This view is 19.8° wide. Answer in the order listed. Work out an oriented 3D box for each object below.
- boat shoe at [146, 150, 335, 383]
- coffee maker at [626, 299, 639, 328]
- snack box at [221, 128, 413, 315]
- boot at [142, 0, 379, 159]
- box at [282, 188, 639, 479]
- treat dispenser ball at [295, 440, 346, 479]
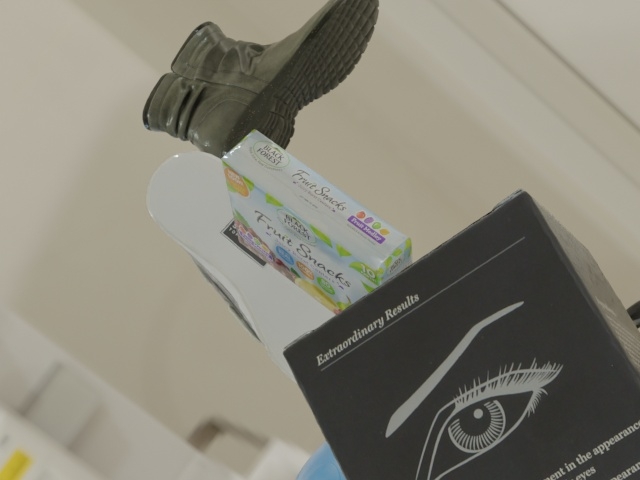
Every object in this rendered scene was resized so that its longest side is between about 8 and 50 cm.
[{"bbox_3d":[-0.031,0.044,1.564,0.108,0.102,0.301,-47,63,-7],"label":"boat shoe"},{"bbox_3d":[0.246,0.135,1.402,0.120,0.178,0.171,39,131,49],"label":"coffee maker"},{"bbox_3d":[0.000,0.000,1.221,0.037,0.141,0.100,-43,-28,-23],"label":"snack box"},{"bbox_3d":[-0.067,-0.188,1.859,0.161,0.083,0.246,35,84,32],"label":"boot"},{"bbox_3d":[0.102,0.106,0.901,0.153,0.108,0.207,-33,62,13],"label":"box"},{"bbox_3d":[0.099,0.348,2.175,0.288,0.288,0.288,-44,20,20],"label":"treat dispenser ball"}]
